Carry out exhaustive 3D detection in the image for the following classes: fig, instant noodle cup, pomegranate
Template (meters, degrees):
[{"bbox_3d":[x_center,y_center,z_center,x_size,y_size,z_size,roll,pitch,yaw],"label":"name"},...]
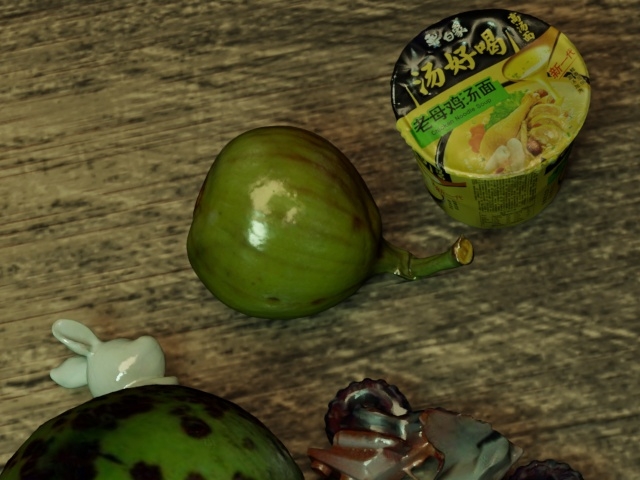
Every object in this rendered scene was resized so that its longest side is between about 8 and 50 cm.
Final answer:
[{"bbox_3d":[-0.007,-0.012,1.305,0.186,0.148,0.142,15,42,-27],"label":"fig"},{"bbox_3d":[0.134,-0.087,1.321,0.152,0.122,0.151,-4,64,8],"label":"instant noodle cup"},{"bbox_3d":[-0.096,0.247,1.124,0.242,0.242,0.306,-27,75,-7],"label":"pomegranate"}]

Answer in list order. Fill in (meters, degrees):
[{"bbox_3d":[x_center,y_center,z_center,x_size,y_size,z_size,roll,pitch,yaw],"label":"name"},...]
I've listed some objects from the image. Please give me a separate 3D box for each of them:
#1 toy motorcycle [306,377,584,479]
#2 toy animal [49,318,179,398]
[{"bbox_3d":[0.082,0.179,1.213,0.213,0.084,0.118,23,69,26],"label":"toy motorcycle"},{"bbox_3d":[-0.145,0.113,1.283,0.085,0.071,0.124,-15,50,-22],"label":"toy animal"}]
